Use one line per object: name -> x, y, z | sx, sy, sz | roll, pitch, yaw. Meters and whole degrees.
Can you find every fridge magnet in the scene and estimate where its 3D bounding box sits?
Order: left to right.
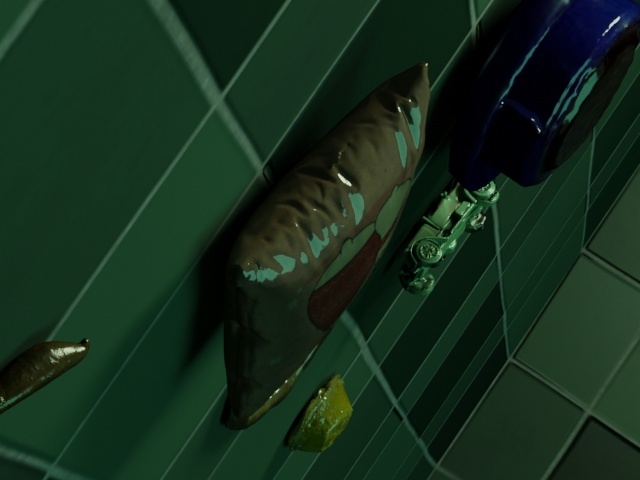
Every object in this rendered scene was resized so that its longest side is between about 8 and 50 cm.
fridge magnet -> 0.213, -0.156, 1.811 | 0.265, 0.112, 0.265 | -51, 167, -17

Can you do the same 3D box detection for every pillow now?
pillow -> 0.000, 0.000, 1.445 | 0.236, 0.084, 0.223 | -54, 166, -25

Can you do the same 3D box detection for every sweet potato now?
sweet potato -> -0.175, 0.083, 1.113 | 0.115, 0.026, 0.026 | -39, 159, -42

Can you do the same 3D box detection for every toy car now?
toy car -> 0.128, -0.010, 2.004 | 0.143, 0.054, 0.073 | -48, 167, -30

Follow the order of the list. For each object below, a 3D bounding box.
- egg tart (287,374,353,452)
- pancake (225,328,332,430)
egg tart -> 0.004, 0.193, 2.078 | 0.105, 0.039, 0.105 | -51, 167, -16
pancake -> -0.027, 0.098, 1.754 | 0.190, 0.020, 0.184 | -50, 166, -28
